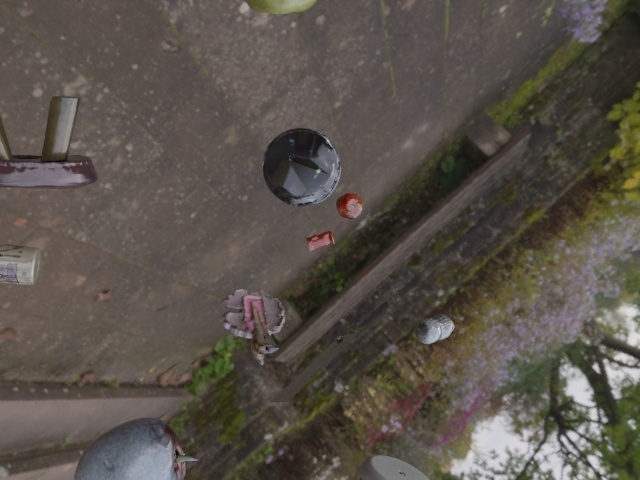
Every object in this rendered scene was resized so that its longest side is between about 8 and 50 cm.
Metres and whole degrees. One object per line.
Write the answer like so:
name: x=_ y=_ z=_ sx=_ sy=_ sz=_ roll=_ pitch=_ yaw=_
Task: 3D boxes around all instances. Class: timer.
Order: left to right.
timer: x=0.204 y=0.836 z=1.677 sx=0.285 sy=0.285 sz=0.285 roll=-36 pitch=160 yaw=-15

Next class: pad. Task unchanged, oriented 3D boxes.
pad: x=-0.013 y=0.325 z=1.415 sx=0.265 sy=0.009 sz=0.159 roll=-39 pitch=-179 yaw=-26

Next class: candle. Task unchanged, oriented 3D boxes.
candle: x=-0.048 y=-0.207 z=1.624 sx=0.221 sy=0.221 sz=0.342 roll=-42 pitch=179 yaw=3

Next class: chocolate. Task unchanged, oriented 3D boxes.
chocolate: x=0.319 y=0.246 z=1.521 sx=0.167 sy=0.072 sz=0.072 roll=-5 pitch=140 yaw=-53

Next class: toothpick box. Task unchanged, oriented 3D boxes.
toothpick box: x=0.000 y=0.000 z=1.674 sx=0.083 sy=0.047 sz=0.047 roll=-18 pitch=159 yaw=-2

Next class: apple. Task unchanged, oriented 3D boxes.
apple: x=-0.127 y=-0.810 z=1.634 sx=0.279 sy=0.279 sz=0.279 roll=-36 pitch=160 yaw=-15

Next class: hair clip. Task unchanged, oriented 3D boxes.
hair clip: x=-0.162 y=0.219 z=1.380 sx=0.172 sy=0.300 sz=0.069 roll=9 pitch=109 yaw=-17

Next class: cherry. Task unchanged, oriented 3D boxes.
cherry: x=-0.450 y=0.557 z=1.340 sx=0.296 sy=0.218 sz=0.255 roll=-15 pitch=153 yaw=-9

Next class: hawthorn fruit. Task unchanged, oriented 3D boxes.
hawthorn fruit: x=0.091 y=-0.115 z=1.747 sx=0.093 sy=0.093 sz=0.093 roll=-36 pitch=160 yaw=-15

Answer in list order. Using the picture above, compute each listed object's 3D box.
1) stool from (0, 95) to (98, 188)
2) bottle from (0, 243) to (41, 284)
stool: x=-0.598 y=-0.199 z=1.104 sx=0.272 sy=0.271 sz=0.179 roll=-12 pitch=106 yaw=-55
bottle: x=-0.818 y=0.060 z=1.355 sx=0.209 sy=0.097 sz=0.110 roll=6 pitch=116 yaw=-18
